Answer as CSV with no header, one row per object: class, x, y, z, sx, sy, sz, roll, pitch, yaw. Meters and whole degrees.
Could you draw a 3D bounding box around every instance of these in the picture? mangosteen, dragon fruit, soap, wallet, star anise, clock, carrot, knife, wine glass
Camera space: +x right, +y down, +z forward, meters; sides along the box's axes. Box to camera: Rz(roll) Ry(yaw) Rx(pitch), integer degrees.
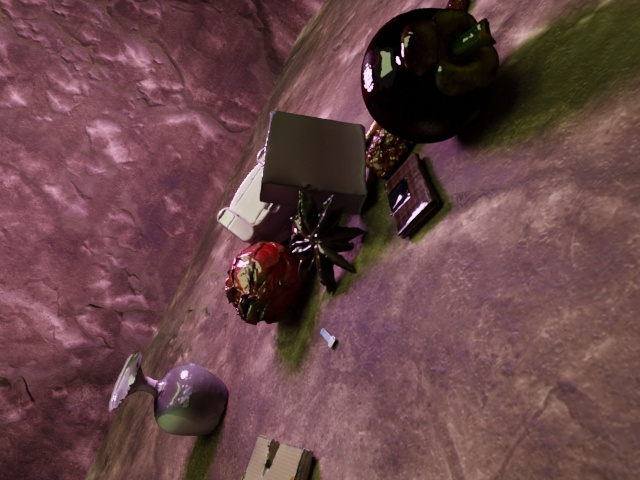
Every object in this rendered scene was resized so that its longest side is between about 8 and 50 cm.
mangosteen,0.223,-0.359,1.069,0.297,0.297,0.313,-55,-16,17
dragon fruit,-0.161,0.132,1.460,0.244,0.244,0.298,-47,20,33
soap,-0.016,-0.228,1.409,0.107,0.296,0.285,109,168,-57
wallet,0.210,-0.111,1.165,0.124,0.042,0.230,-47,28,27
star anise,0.004,0.001,1.310,0.212,0.129,0.282,-19,83,32
clock,-0.146,-0.114,1.628,0.342,0.184,0.326,-51,-18,3
carrot,0.139,-0.291,1.539,0.254,0.049,0.049,-57,22,24
knife,0.018,0.237,1.215,0.027,0.010,0.096,-62,19,0
wine glass,-0.477,0.495,1.584,0.238,0.323,0.238,-47,25,29

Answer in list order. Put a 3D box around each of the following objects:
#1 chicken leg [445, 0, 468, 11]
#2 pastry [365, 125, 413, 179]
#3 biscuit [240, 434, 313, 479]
chicken leg,0.386,-0.672,1.433,0.089,0.048,0.219,-11,54,59
pastry,0.193,-0.271,1.326,0.208,0.097,0.115,-58,12,13
biscuit,-0.102,0.519,1.096,0.250,0.046,0.147,-27,39,56
